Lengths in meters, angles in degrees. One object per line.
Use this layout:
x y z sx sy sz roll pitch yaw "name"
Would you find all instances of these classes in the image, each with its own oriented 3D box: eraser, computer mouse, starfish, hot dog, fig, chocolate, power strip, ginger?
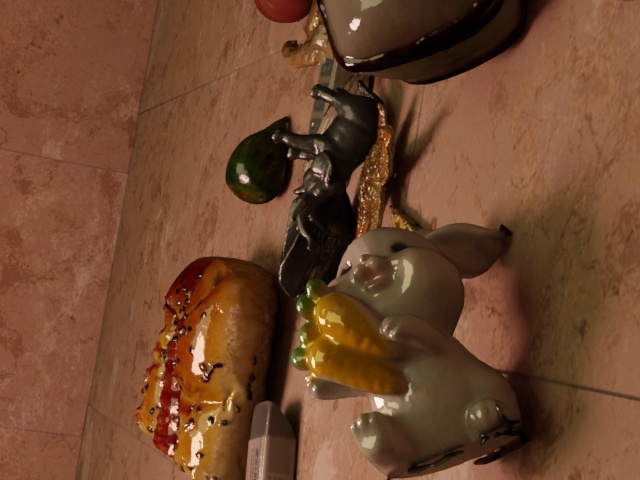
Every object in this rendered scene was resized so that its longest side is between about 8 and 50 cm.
-0.086 0.430 1.976 0.089 0.061 0.352 148 130 -65 "eraser"
0.000 0.000 1.902 0.062 0.106 0.192 15 88 57 "computer mouse"
0.077 -0.068 1.784 0.138 0.050 0.247 -85 2 -65 "starfish"
-0.192 0.207 2.201 0.367 0.196 0.365 18 93 67 "hot dog"
-0.107 -0.155 2.281 0.117 0.117 0.177 -19 52 67 "fig"
0.134 -0.301 1.522 0.283 0.283 0.186 -50 51 53 "chocolate"
0.024 -0.252 2.048 0.080 0.048 0.286 -159 79 -70 "power strip"
0.012 -0.405 2.144 0.149 0.065 0.258 48 119 50 "ginger"

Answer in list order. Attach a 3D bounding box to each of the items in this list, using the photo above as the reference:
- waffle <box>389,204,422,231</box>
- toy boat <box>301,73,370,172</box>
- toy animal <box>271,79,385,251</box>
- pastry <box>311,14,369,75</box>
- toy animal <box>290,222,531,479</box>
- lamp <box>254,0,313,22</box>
0.127 -0.014 1.686 0.097 0.023 0.153 125 151 -43 "waffle"
0.033 -0.182 1.971 0.084 0.066 0.210 30 101 32 "toy boat"
0.000 -0.124 1.860 0.137 0.082 0.269 25 79 28 "toy animal"
0.070 -0.379 1.879 0.236 0.121 0.257 -166 87 -70 "pastry"
0.109 0.105 1.396 0.183 0.247 0.310 -38 59 37 "toy animal"
-0.066 -0.483 2.271 0.182 0.140 0.182 -173 90 -70 "lamp"
